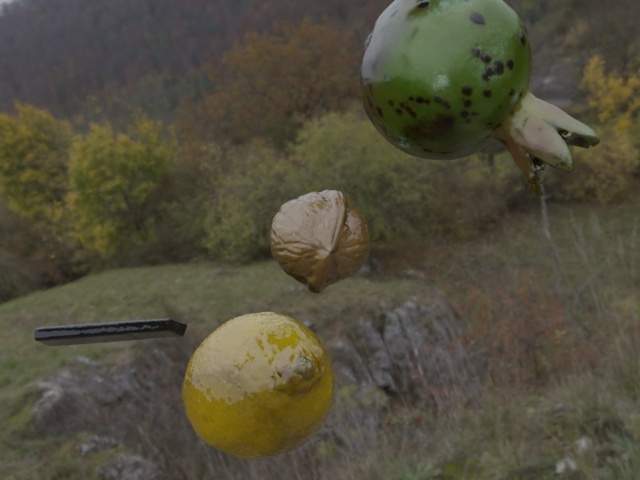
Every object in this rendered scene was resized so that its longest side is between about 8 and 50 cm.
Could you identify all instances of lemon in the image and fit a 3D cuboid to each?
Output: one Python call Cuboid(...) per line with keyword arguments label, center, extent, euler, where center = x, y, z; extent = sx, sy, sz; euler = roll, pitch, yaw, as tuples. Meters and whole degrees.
Cuboid(label="lemon", center=(-0.080, 0.189, 1.086), extent=(0.188, 0.188, 0.257), euler=(-34, 3, -42))

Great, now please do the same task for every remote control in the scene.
Cuboid(label="remote control", center=(-0.326, 0.140, 1.294), extent=(0.245, 0.025, 0.063), euler=(-6, -21, 19))

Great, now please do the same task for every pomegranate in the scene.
Cuboid(label="pomegranate", center=(0.177, -0.177, 1.029), extent=(0.231, 0.286, 0.231), euler=(-44, 12, 12))

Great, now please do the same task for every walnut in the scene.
Cuboid(label="walnut", center=(0.000, 0.000, 0.839), extent=(0.105, 0.105, 0.124), euler=(-21, 11, 1))
